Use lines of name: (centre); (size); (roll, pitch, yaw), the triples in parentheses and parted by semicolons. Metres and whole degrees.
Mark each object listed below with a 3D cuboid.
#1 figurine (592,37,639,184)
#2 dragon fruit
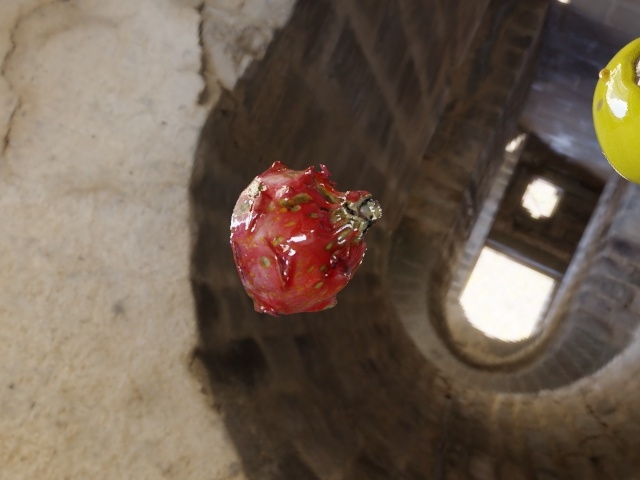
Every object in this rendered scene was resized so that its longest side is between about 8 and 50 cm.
figurine: (0.487, -0.185, 1.123); (0.187, 0.215, 0.343); (45, 141, -21)
dragon fruit: (0.000, 0.000, 0.884); (0.153, 0.153, 0.111); (24, 158, -39)
